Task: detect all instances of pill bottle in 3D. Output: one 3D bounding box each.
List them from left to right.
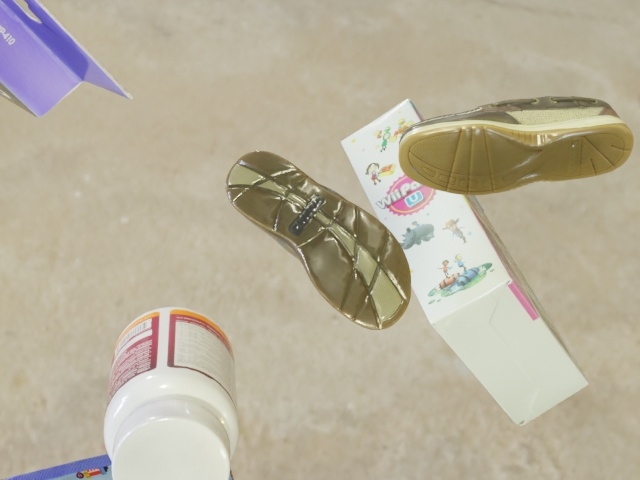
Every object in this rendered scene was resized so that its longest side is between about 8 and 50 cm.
[{"bbox_3d":[-0.135,0.155,1.301,0.121,0.121,0.221,10,20,-8],"label":"pill bottle"}]

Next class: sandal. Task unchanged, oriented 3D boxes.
[{"bbox_3d":[0.000,0.000,1.338,0.219,0.060,0.090,37,82,20],"label":"sandal"}]

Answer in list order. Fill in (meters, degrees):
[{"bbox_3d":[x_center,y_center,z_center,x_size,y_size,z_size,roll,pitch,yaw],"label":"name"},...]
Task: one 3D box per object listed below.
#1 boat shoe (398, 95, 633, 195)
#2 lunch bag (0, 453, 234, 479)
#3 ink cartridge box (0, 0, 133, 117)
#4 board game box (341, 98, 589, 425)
[{"bbox_3d":[0.123,-0.065,0.923,0.152,0.056,0.049,-1,38,-8],"label":"boat shoe"},{"bbox_3d":[-0.210,0.323,1.387,0.293,0.138,0.221,-4,74,-50],"label":"lunch bag"},{"bbox_3d":[-0.238,-0.155,0.850,0.208,0.206,0.045,27,77,34],"label":"ink cartridge box"},{"bbox_3d":[0.153,0.022,1.548,0.097,0.224,0.303,-33,44,7],"label":"board game box"}]
